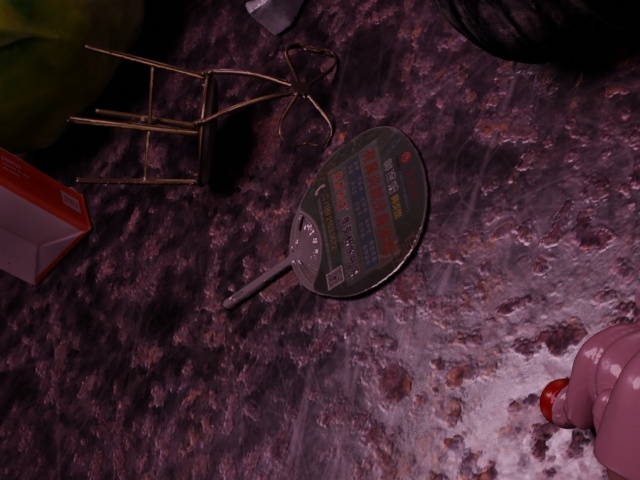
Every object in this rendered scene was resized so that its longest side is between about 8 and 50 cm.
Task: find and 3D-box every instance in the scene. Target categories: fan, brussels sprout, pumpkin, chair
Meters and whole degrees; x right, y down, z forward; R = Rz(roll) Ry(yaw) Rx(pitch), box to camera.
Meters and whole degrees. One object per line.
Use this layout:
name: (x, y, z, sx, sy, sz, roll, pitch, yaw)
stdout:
fan: (0.021, 0.005, 1.706, 0.294, 0.012, 0.223, -54, 39, 3)
brussels sprout: (-0.445, -0.321, 2.173, 0.425, 0.342, 0.361, -51, 29, 25)
pumpkin: (0.212, -0.334, 1.529, 0.295, 0.296, 0.296, -27, 46, 32)
chair: (-0.146, -0.148, 1.904, 0.325, 0.170, 0.160, 5, 53, 1)

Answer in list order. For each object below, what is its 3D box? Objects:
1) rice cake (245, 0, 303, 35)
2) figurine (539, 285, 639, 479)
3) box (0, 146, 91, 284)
rice cake: (0.000, -0.430, 1.997, 0.063, 0.066, 0.336, 23, 82, 52)
figurine: (0.291, 0.140, 1.229, 0.287, 0.176, 0.186, -140, 42, -68)
box: (-0.433, -0.040, 2.093, 0.133, 0.182, 0.099, -46, 38, 18)
